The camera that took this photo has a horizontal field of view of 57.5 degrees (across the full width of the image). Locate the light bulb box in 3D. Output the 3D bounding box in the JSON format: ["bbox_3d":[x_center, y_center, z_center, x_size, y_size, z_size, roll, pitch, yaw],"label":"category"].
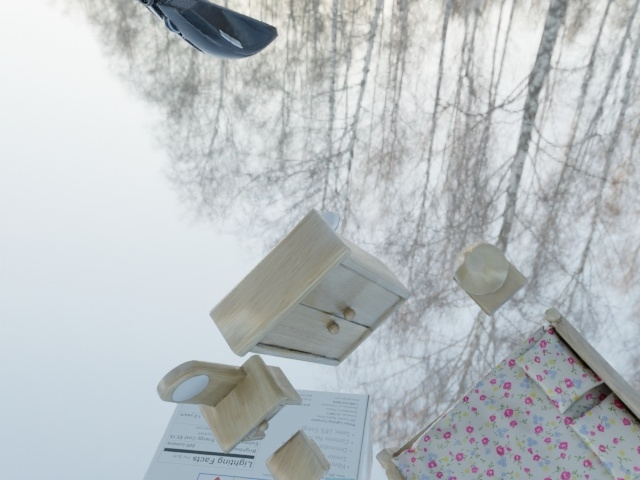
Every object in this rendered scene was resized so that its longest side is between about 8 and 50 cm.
[{"bbox_3d":[-0.103,0.455,0.982,0.357,0.226,0.361,1,-144,12],"label":"light bulb box"}]

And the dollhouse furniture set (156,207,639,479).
[{"bbox_3d":[0.076,0.167,0.424,0.303,0.173,0.356,-44,-119,9],"label":"dollhouse furniture set"}]

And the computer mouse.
[{"bbox_3d":[-0.185,-0.272,0.709,0.184,0.060,0.262,24,-164,27],"label":"computer mouse"}]

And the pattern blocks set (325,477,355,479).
[{"bbox_3d":[0.179,0.350,0.742,0.324,0.285,0.026,-20,-142,37],"label":"pattern blocks set"}]

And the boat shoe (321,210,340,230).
[{"bbox_3d":[0.000,0.000,0.744,0.035,0.100,0.035,18,-137,-29],"label":"boat shoe"}]
